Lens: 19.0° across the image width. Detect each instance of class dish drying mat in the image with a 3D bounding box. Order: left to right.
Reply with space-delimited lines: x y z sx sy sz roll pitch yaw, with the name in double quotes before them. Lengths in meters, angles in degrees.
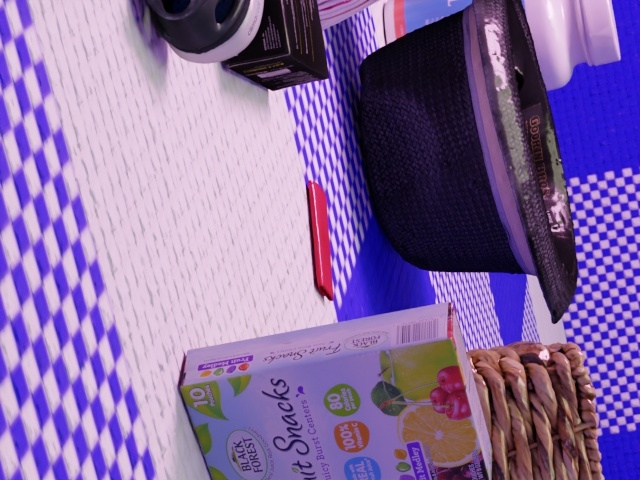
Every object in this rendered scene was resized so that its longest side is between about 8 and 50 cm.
"dish drying mat" 0.000 0.000 1.368 0.032 0.008 0.083 56 27 -62

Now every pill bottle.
"pill bottle" 0.183 -0.204 1.918 0.124 0.221 0.124 -10 90 -80

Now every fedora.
"fedora" 0.121 -0.076 1.668 0.334 0.152 0.334 -12 90 -78

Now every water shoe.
"water shoe" -0.065 -0.199 1.049 0.080 0.073 0.203 51 30 -64

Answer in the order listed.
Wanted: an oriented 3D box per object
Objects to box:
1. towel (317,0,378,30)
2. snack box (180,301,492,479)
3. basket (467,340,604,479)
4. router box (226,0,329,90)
"towel" 0.045 -0.222 1.458 0.029 0.144 0.197 58 18 -19
"snack box" 0.010 0.092 0.984 0.037 0.141 0.100 -83 160 -59
"basket" 0.046 0.222 1.184 0.213 0.223 0.299 158 -77 -67
"router box" -0.039 -0.193 1.241 0.133 0.046 0.179 12 69 -79
